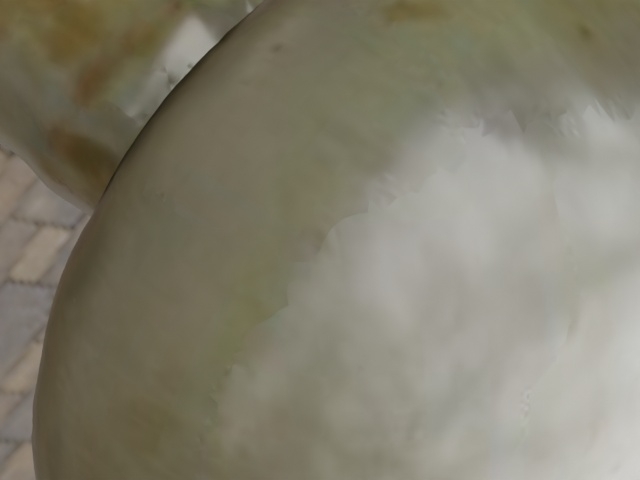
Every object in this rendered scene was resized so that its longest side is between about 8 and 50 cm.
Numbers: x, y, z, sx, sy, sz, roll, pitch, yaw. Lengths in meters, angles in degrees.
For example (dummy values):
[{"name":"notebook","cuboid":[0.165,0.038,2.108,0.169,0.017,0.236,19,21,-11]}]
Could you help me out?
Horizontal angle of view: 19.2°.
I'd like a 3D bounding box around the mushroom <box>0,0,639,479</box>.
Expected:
[{"name":"mushroom","cuboid":[0.003,0.016,0.428,0.206,0.209,0.206,8,90,-80]}]
